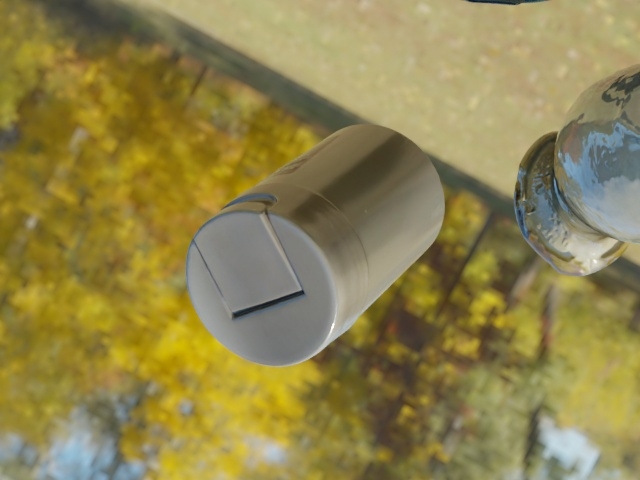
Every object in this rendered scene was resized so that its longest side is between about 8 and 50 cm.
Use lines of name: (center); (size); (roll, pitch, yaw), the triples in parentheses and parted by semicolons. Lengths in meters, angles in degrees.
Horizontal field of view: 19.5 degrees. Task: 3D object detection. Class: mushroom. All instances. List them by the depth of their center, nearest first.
mushroom: (0.215, -0.050, 1.267); (0.128, 0.128, 0.350); (28, 168, -4)

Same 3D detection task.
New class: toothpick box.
toothpick box: (0.000, 0.000, 1.229); (0.111, 0.111, 0.180); (29, -149, 15)

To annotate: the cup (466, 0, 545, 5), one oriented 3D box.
cup: (0.132, -0.255, 1.314); (0.131, 0.176, 0.155); (20, 146, 40)
